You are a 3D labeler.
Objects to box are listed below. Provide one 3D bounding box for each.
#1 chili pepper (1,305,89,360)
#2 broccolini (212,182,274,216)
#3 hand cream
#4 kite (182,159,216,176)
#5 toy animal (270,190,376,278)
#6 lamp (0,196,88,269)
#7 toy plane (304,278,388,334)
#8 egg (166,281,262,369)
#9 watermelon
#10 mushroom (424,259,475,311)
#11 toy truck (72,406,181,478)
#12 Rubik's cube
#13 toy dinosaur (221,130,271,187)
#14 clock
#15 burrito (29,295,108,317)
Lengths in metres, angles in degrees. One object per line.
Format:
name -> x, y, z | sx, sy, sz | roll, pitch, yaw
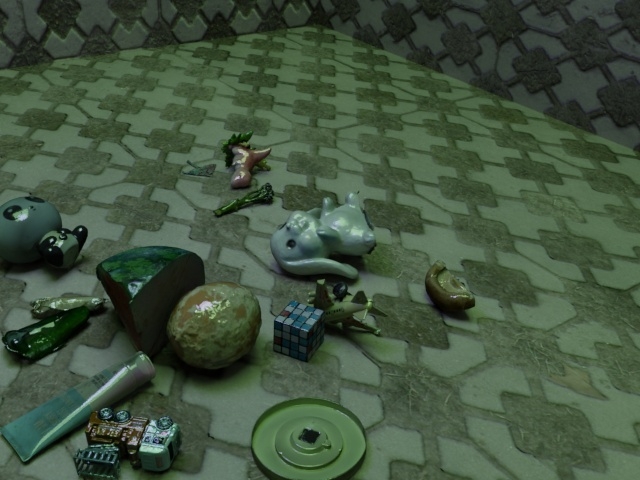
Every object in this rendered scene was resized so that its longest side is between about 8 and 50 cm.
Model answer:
chili pepper -> -0.636, 0.207, 1.702 | 0.108, 0.062, 0.216 | 25, 35, 33
broccolini -> -0.236, -0.115, 2.303 | 0.216, 0.058, 0.067 | -30, 2, -32
hand cream -> -0.491, 0.329, 1.506 | 0.111, 0.070, 0.312 | 31, 44, 34
kite -> -0.420, -0.250, 2.538 | 0.139, 0.011, 0.157 | -20, 39, -39
toy animal -> 0.011, -0.011, 2.023 | 0.290, 0.174, 0.249 | 6, 43, 3
lamp -> -0.763, -0.016, 1.958 | 0.244, 0.197, 0.197 | 23, 35, 15
toy plane -> 0.037, 0.160, 1.757 | 0.244, 0.229, 0.092 | -7, 49, 44
egg -> -0.233, 0.187, 1.645 | 0.195, 0.194, 0.233 | 19, 33, 24
watermelon -> -0.426, 0.105, 1.697 | 0.222, 0.292, 0.319 | 16, 42, 14
mushroom -> 0.325, 0.127, 1.908 | 0.094, 0.072, 0.209 | -6, 28, -18
toy truck -> -0.363, 0.393, 1.395 | 0.178, 0.080, 0.115 | 5, 36, 5
Rubik's cube -> -0.049, 0.211, 1.713 | 0.092, 0.092, 0.092 | 16, 33, 20
toy dinosaur -> -0.252, -0.274, 2.471 | 0.194, 0.152, 0.177 | -24, 48, -28
clock -> -0.023, 0.398, 1.464 | 0.235, 0.029, 0.235 | 2, 31, -1
burrito -> -0.617, 0.158, 1.798 | 0.188, 0.044, 0.058 | -4, 31, -11
